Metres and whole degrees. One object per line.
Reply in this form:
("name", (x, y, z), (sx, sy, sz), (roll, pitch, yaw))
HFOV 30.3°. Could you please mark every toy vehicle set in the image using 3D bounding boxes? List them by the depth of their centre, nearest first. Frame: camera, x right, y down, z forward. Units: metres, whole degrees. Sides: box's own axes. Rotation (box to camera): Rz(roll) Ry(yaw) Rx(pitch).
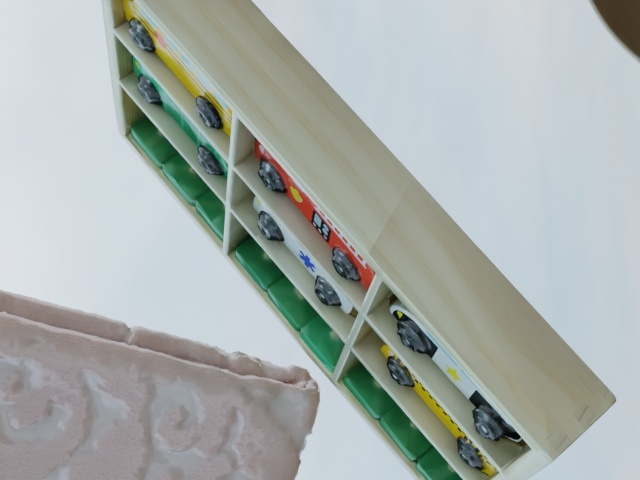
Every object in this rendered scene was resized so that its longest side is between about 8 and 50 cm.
("toy vehicle set", (0.000, 0.000, 0.518), (0.035, 0.267, 0.166), (-37, -14, -18))

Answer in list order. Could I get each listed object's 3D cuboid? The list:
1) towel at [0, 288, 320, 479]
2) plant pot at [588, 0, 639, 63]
("towel", (-0.198, 0.177, 0.617), (0.053, 0.316, 0.332), (-112, 42, -64))
("plant pot", (0.356, -0.276, 0.921), (0.191, 0.284, 0.284), (-57, -41, -48))
